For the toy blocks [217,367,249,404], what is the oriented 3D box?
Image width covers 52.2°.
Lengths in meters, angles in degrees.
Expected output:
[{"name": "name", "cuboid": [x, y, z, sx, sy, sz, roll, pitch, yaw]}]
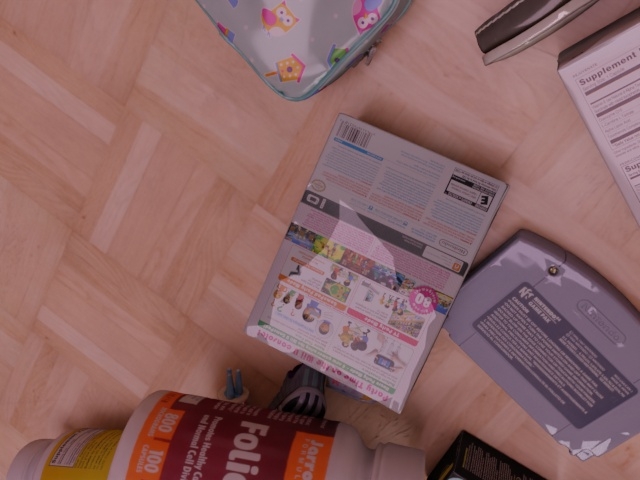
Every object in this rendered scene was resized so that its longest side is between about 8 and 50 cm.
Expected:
[{"name": "toy blocks", "cuboid": [-0.173, 0.285, 1.062, 0.054, 0.123, 0.148, 29, 125, 51]}]

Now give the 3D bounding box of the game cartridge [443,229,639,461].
[{"name": "game cartridge", "cuboid": [0.314, 0.135, 0.855, 0.297, 0.062, 0.198, 45, 114, 0]}]

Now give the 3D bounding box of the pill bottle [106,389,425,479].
[{"name": "pill bottle", "cuboid": [-0.065, 0.345, 0.888, 0.392, 0.224, 0.224, 7, 112, 9]}]

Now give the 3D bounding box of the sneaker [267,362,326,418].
[{"name": "sneaker", "cuboid": [-0.040, 0.257, 1.033, 0.083, 0.098, 0.224, 23, 141, -13]}]

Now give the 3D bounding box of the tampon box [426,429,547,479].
[{"name": "tampon box", "cuboid": [0.240, 0.383, 0.947, 0.161, 0.101, 0.120, 30, 117, 8]}]

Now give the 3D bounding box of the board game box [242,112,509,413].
[{"name": "board game box", "cuboid": [0.069, 0.026, 0.829, 0.224, 0.097, 0.303, 26, 95, 11]}]

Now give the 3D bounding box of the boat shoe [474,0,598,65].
[{"name": "boat shoe", "cuboid": [0.284, -0.300, 0.675, 0.305, 0.109, 0.091, -34, 94, 22]}]

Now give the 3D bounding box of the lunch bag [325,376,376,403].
[{"name": "lunch bag", "cuboid": [0.058, 0.196, 0.975, 0.083, 0.053, 0.071, 19, 113, 24]}]

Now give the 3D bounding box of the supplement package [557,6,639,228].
[{"name": "supplement package", "cuboid": [0.387, -0.116, 0.649, 0.198, 0.199, 0.263, -28, 98, 27]}]

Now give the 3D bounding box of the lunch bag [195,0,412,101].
[{"name": "lunch bag", "cuboid": [-0.030, -0.323, 0.782, 0.224, 0.108, 0.279, -40, 93, 25]}]

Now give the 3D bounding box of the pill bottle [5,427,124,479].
[{"name": "pill bottle", "cuboid": [-0.375, 0.429, 1.148, 0.333, 0.188, 0.188, -5, 108, 22]}]
